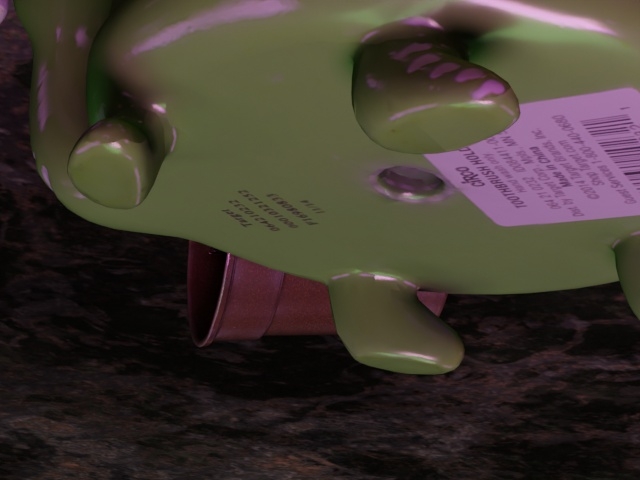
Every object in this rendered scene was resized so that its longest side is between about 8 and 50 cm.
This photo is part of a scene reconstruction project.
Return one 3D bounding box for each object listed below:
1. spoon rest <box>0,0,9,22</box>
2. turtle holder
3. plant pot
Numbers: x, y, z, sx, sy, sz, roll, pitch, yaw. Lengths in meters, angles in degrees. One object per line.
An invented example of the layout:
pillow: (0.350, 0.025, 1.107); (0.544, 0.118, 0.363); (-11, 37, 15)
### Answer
spoon rest: (-0.070, -0.140, 0.920); (0.276, 0.084, 0.137); (6, 163, -32)
turtle holder: (0.030, -0.085, 0.621); (0.243, 0.227, 0.320); (20, 155, -23)
plant pot: (0.000, 0.000, 1.116); (0.165, 0.167, 0.167); (6, 159, -14)
